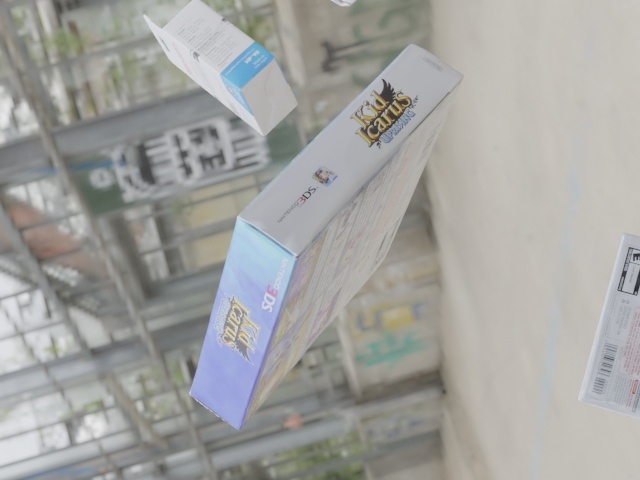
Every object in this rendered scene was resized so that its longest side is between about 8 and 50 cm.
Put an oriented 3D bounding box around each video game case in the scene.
[{"bbox_3d":[0.000,0.000,1.173,0.061,0.244,0.269,34,144,10],"label":"video game case"},{"bbox_3d":[0.427,0.117,1.666,0.023,0.193,0.212,-14,-62,-75],"label":"video game case"}]

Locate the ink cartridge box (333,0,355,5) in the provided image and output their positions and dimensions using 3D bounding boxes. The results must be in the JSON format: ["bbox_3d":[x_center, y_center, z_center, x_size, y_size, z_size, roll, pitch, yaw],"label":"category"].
[{"bbox_3d":[0.075,-0.378,0.832,0.166,0.285,0.395,30,-125,-31],"label":"ink cartridge box"}]

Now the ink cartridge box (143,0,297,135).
[{"bbox_3d":[-0.118,-0.213,1.650,0.180,0.060,0.104,40,169,29],"label":"ink cartridge box"}]
